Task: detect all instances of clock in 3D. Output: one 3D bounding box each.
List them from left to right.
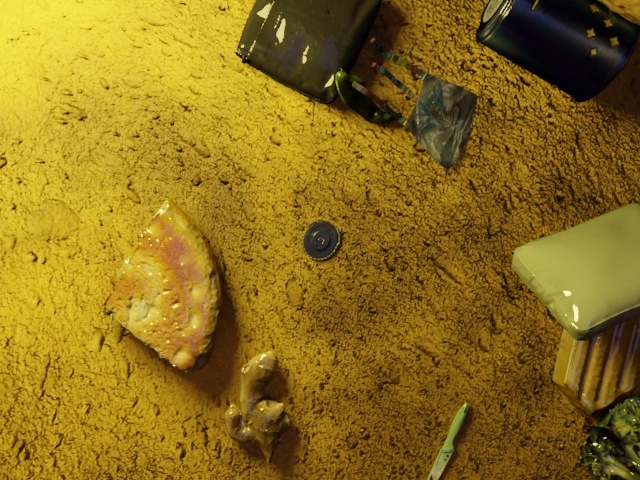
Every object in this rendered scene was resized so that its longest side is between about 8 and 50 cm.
[{"bbox_3d":[0.000,0.000,1.194,0.074,0.010,0.083,30,89,-10],"label":"clock"}]

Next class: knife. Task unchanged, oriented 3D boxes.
[{"bbox_3d":[0.278,0.444,1.270,0.030,0.014,0.207,25,92,-9],"label":"knife"}]

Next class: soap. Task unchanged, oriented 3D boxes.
[{"bbox_3d":[0.602,0.244,1.268,0.160,0.080,0.257,13,92,-7],"label":"soap"}]

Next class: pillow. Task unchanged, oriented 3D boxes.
[{"bbox_3d":[0.584,0.055,1.186,0.323,0.255,0.119,-19,132,-7],"label":"pillow"}]

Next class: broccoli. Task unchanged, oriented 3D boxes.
[{"bbox_3d":[0.669,0.471,1.212,0.247,0.243,0.262,22,98,-28],"label":"broccoli"}]

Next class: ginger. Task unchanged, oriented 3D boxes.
[{"bbox_3d":[-0.114,0.328,1.181,0.133,0.059,0.214,21,90,-2],"label":"ginger"}]

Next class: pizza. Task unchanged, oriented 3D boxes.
[{"bbox_3d":[-0.301,0.095,1.119,0.226,0.086,0.335,-11,94,-3],"label":"pizza"}]

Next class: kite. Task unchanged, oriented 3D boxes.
[{"bbox_3d":[0.190,-0.260,1.142,0.310,0.015,0.169,19,89,-33],"label":"kite"}]

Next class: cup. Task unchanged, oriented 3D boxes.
[{"bbox_3d":[0.461,-0.433,1.181,0.256,0.255,0.178,27,127,-7],"label":"cup"}]

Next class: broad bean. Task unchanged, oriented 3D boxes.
[{"bbox_3d":[0.080,-0.272,1.134,0.195,0.061,0.046,24,53,-43],"label":"broad bean"}]

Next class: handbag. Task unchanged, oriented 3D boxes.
[{"bbox_3d":[-0.021,-0.413,1.124,0.223,0.080,0.246,26,90,-9],"label":"handbag"}]

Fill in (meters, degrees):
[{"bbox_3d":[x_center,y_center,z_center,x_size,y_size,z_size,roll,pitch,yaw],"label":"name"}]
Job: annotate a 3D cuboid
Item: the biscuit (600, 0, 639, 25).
[{"bbox_3d":[0.557,-0.492,1.079,0.430,0.446,0.104,22,131,-14],"label":"biscuit"}]
